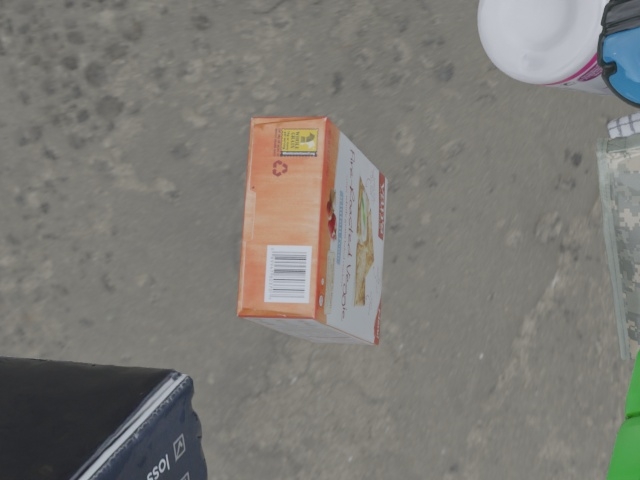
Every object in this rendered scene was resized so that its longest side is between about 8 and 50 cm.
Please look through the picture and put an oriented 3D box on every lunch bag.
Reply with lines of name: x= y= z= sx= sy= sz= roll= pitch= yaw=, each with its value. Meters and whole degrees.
lunch bag: x=0.444 y=-0.013 z=1.498 sx=0.235 sy=0.169 sz=0.287 roll=-2 pitch=126 yaw=19

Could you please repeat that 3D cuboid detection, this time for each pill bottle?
pill bottle: x=0.321 y=-0.253 z=1.550 sx=0.160 sy=0.283 sz=0.160 roll=1 pitch=92 yaw=37

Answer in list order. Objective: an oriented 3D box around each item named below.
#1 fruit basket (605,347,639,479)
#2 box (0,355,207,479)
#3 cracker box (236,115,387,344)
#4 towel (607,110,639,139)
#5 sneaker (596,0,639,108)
fruit basket: x=0.414 y=0.176 z=0.925 sx=0.392 sy=0.392 sz=0.283 roll=-22 pitch=123 yaw=18
box: x=-0.269 y=0.381 z=0.797 sx=0.298 sy=0.480 sz=0.471 roll=1 pitch=113 yaw=21
cracker box: x=0.000 y=0.000 z=1.090 sx=0.067 sy=0.232 sz=0.155 roll=1 pitch=81 yaw=14
towel: x=0.516 y=-0.052 z=1.724 sx=0.235 sy=0.121 sz=0.283 roll=-20 pitch=76 yaw=25
sneaker: x=0.327 y=-0.283 z=1.135 sx=0.125 sy=0.140 sz=0.340 roll=23 pitch=108 yaw=26
